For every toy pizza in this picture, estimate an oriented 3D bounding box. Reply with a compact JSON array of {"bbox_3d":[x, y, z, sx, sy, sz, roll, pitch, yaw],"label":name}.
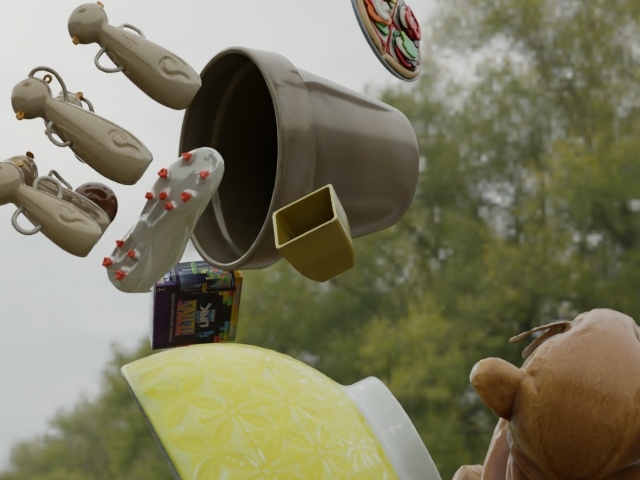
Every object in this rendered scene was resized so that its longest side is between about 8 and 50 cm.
[{"bbox_3d":[0.107,-0.336,2.277,0.032,0.201,0.201,-23,-26,26],"label":"toy pizza"}]

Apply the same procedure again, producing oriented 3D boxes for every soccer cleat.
[{"bbox_3d":[-0.168,-0.022,1.692,0.196,0.068,0.076,-52,-34,11],"label":"soccer cleat"}]

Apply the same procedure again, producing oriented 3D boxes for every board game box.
[{"bbox_3d":[-0.203,0.103,2.415,0.141,0.048,0.170,-7,-39,-14],"label":"board game box"}]

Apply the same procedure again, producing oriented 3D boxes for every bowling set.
[{"bbox_3d":[-0.266,-0.082,1.547,0.154,0.287,0.200,34,-38,-6],"label":"bowling set"}]

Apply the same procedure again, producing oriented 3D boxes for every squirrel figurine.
[{"bbox_3d":[0.212,0.264,1.329,0.281,0.397,0.370,21,-41,17],"label":"squirrel figurine"}]

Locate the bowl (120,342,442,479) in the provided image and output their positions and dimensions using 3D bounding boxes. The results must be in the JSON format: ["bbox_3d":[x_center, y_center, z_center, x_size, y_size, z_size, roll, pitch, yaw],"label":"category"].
[{"bbox_3d":[-0.004,0.180,1.031,0.156,0.289,0.289,-27,-14,-9],"label":"bowl"}]

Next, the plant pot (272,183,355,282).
[{"bbox_3d":[0.000,0.000,1.781,0.081,0.081,0.083,-27,-58,11],"label":"plant pot"}]

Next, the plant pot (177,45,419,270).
[{"bbox_3d":[-0.019,-0.112,2.224,0.280,0.323,0.323,3,-15,-31],"label":"plant pot"}]
